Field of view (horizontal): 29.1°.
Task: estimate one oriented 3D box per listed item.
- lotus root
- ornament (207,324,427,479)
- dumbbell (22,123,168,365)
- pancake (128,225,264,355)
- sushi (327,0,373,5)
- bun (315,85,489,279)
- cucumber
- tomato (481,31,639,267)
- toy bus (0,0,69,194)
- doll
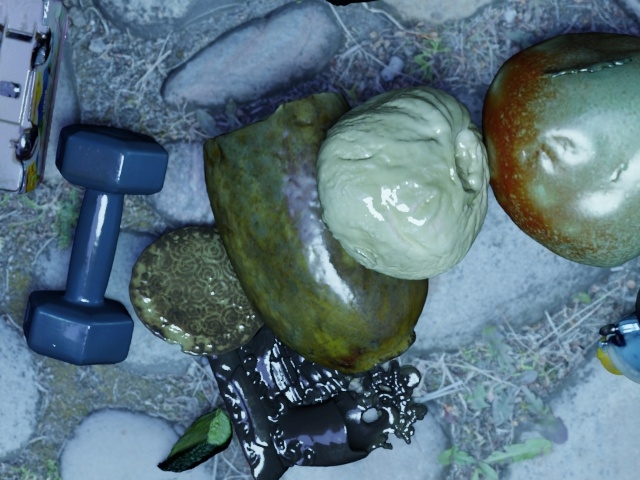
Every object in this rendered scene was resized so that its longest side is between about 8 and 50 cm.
[{"bbox_3d":[0.000,0.000,1.574,0.251,0.250,0.346,-25,90,12],"label":"lotus root"},{"bbox_3d":[0.001,0.196,1.686,0.261,0.106,0.251,-24,83,0],"label":"ornament"},{"bbox_3d":[-0.308,0.005,1.682,0.144,0.160,0.324,20,102,37],"label":"dumbbell"},{"bbox_3d":[-0.158,0.066,1.654,0.199,0.021,0.199,7,65,-15],"label":"pancake"},{"bbox_3d":[0.039,-0.462,1.482,0.328,0.285,0.328,41,104,1],"label":"sushi"},{"bbox_3d":[0.107,-0.075,1.441,0.153,0.244,0.243,-21,96,47],"label":"bun"},{"bbox_3d":[-0.168,0.278,1.709,0.046,0.220,0.070,30,62,-13],"label":"cucumber"},{"bbox_3d":[0.340,-0.121,1.506,0.304,0.239,0.303,1,97,6],"label":"tomato"},{"bbox_3d":[-0.411,-0.206,1.682,0.090,0.112,0.273,13,101,7],"label":"toy bus"},{"bbox_3d":[0.458,0.078,1.507,0.177,0.314,0.141,9,57,-19],"label":"doll"}]
